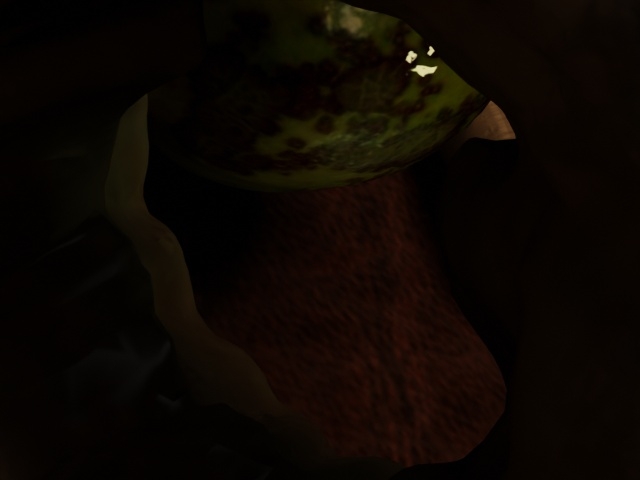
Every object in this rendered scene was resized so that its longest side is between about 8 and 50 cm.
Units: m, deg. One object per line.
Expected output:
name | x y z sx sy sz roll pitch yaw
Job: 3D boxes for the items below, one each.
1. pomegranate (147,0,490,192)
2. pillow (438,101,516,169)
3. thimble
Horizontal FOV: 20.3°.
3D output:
pomegranate | -0.042 -0.097 0.641 0.276 0.222 0.204 -46 107 -26
pillow | 0.108 -0.053 0.878 0.144 0.078 0.254 37 26 -32
thimble | 0.000 0.000 0.428 0.291 0.291 0.195 46 28 7
